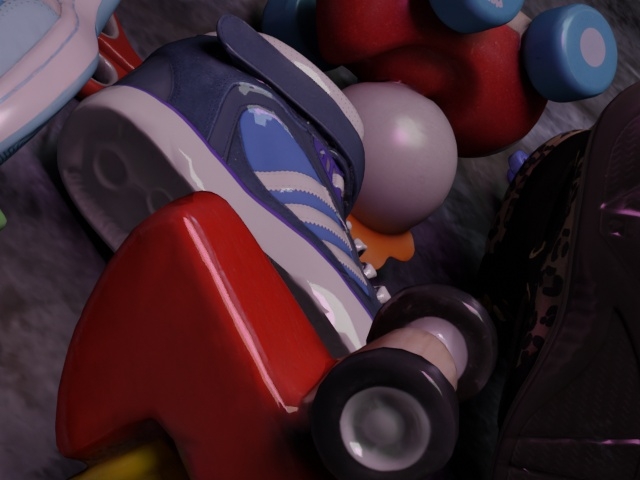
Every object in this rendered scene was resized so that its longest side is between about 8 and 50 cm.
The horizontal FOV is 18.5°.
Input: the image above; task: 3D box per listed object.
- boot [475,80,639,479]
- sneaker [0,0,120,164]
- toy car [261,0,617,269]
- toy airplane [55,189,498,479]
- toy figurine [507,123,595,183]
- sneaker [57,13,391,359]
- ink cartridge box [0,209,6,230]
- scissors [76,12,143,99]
[{"bbox_3d":[0.183,0.077,1.408,0.138,0.377,0.284,10,0,-5],"label":"boot"},{"bbox_3d":[-0.202,-0.136,0.898,0.208,0.127,0.319,48,16,-17],"label":"sneaker"},{"bbox_3d":[0.067,-0.078,1.457,0.210,0.219,0.238,31,64,-36],"label":"toy car"},{"bbox_3d":[-0.039,0.222,0.882,0.386,0.272,0.384,64,23,-53],"label":"toy airplane"},{"bbox_3d":[0.248,-0.047,1.660,0.217,0.191,0.363,30,35,-28],"label":"toy figurine"},{"bbox_3d":[-0.001,0.000,1.262,0.323,0.130,0.236,51,37,5],"label":"sneaker"},{"bbox_3d":[-0.303,-0.029,0.875,0.201,0.117,0.278,55,28,3],"label":"ink cartridge box"},{"bbox_3d":[-0.101,-0.074,1.337,0.297,0.021,0.109,47,28,-15],"label":"scissors"}]
